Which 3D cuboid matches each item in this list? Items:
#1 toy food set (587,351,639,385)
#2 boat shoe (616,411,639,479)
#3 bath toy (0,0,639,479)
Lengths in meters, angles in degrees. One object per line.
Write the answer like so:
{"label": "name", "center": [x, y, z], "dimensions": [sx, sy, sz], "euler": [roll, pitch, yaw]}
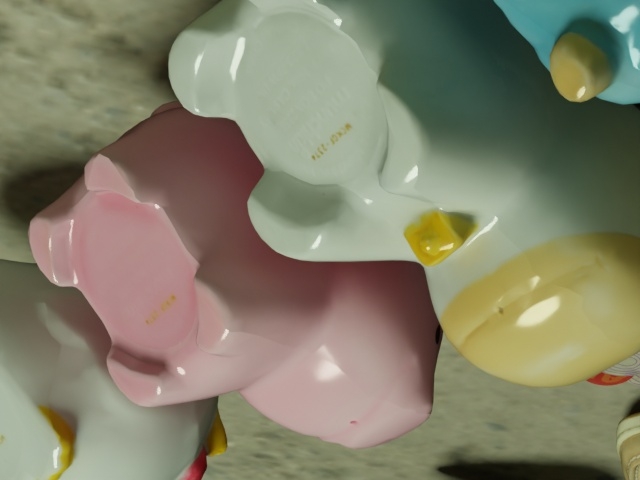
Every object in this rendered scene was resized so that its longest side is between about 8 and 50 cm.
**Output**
{"label": "toy food set", "center": [0.137, 0.037, 0.648], "dimensions": [0.082, 0.020, 0.083], "euler": [-7, 146, 19]}
{"label": "boat shoe", "center": [0.174, 0.130, 0.751], "dimensions": [0.063, 0.059, 0.170], "euler": [-11, 144, 24]}
{"label": "bath toy", "center": [0.000, 0.000, 0.527], "dimensions": [0.348, 0.129, 0.151], "euler": [-35, 86, 43]}
